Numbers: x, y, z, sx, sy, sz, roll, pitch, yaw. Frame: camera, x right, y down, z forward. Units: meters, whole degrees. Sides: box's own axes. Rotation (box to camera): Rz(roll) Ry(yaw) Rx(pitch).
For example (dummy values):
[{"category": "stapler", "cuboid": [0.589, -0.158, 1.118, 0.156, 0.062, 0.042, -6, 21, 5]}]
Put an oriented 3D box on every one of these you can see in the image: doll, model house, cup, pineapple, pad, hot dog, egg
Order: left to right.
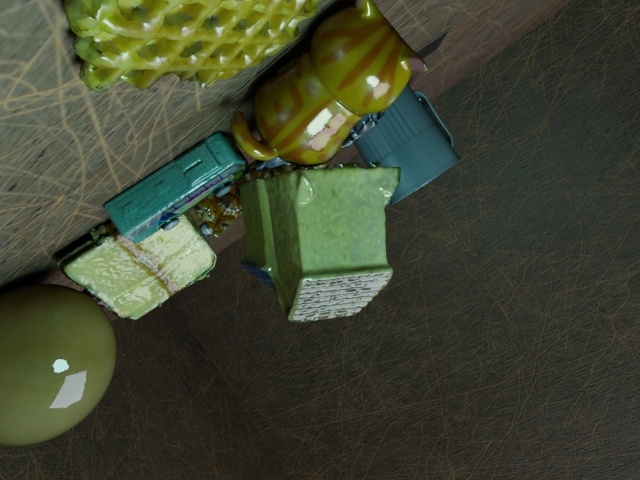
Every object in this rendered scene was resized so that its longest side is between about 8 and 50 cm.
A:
[{"category": "egg", "cuboid": [-0.571, 0.245, 0.996, 0.373, 0.301, 0.301, -35, 180, 40]}, {"category": "doll", "cuboid": [-0.381, -0.053, 1.758, 0.142, 0.058, 0.099, -27, -161, 29]}, {"category": "pineapple", "cuboid": [-0.228, -0.110, 1.345, 0.236, 0.115, 0.186, -38, -178, -24]}, {"category": "doll", "cuboid": [-0.089, -0.219, 1.224, 0.120, 0.075, 0.180, -37, -179, 21]}, {"category": "hot dog", "cuboid": [-0.053, -0.205, 1.381, 0.146, 0.103, 0.213, 8, 137, -40]}, {"category": "model house", "cuboid": [0.000, 0.000, 0.932, 0.261, 0.267, 0.321, -5, -177, -27]}, {"category": "doll", "cuboid": [0.013, -0.226, 0.748, 0.269, 0.166, 0.162, -41, -160, 27]}, {"category": "pad", "cuboid": [0.236, -0.485, 1.375, 0.266, 0.002, 0.176, -34, -178, 1]}, {"category": "cup", "cuboid": [0.278, -0.334, 1.592, 0.331, 0.311, 0.257, -34, -178, -7]}]

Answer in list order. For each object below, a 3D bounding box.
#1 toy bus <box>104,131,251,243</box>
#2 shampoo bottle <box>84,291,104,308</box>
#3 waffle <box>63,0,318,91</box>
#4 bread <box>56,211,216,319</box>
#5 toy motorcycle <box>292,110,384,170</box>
[{"category": "toy bus", "cuboid": [-0.255, -0.096, 0.908, 0.261, 0.091, 0.109, -36, 175, -4]}, {"category": "shampoo bottle", "cuboid": [-0.636, 0.138, 1.568, 0.314, 0.076, 0.118, -34, -176, -8]}, {"category": "waffle", "cuboid": [-0.092, -0.212, 0.455, 0.291, 0.051, 0.291, -34, 179, -1]}, {"category": "bread", "cuboid": [-0.374, 0.035, 1.051, 0.263, 0.198, 0.236, -36, 174, -7]}, {"category": "toy motorcycle", "cuboid": [0.032, -0.265, 1.111, 0.401, 0.134, 0.207, -37, -177, -39]}]
